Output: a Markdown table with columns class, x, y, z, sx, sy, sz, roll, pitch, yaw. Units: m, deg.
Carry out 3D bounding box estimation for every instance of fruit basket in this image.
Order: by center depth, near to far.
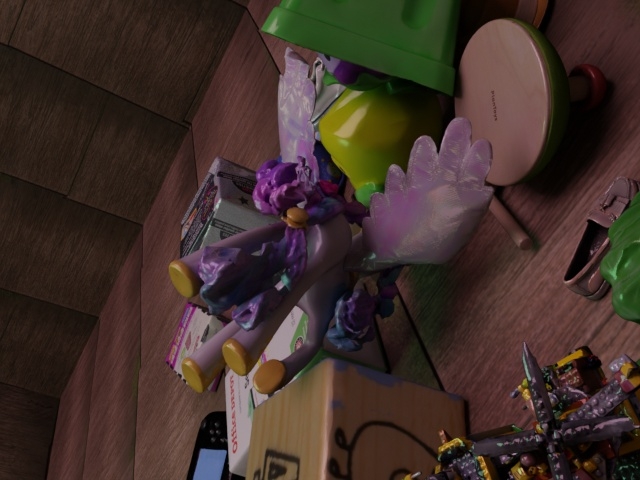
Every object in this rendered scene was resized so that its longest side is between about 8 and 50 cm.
| class | x | y | z | sx | sy | sz | roll | pitch | yaw |
| --- | --- | --- | --- | --- | --- | --- | --- | --- | --- |
| fruit basket | 0.060 | -0.227 | 1.026 | 0.392 | 0.283 | 0.392 | -162 | 90 | -87 |

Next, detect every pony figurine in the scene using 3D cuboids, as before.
| class | x | y | z | sx | sy | sz | roll | pitch | yaw |
| --- | --- | --- | --- | --- | --- | --- | --- | --- | --- |
| pony figurine | 0.000 | 0.000 | 0.859 | 0.363 | 0.303 | 0.351 | -37 | -31 | -32 |

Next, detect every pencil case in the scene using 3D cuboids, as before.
| class | x | y | z | sx | sy | sz | roll | pitch | yaw |
| --- | --- | --- | --- | --- | --- | --- | --- | --- | --- |
| pencil case | -0.076 | -0.087 | 1.435 | 0.306 | 0.133 | 0.119 | -37 | 56 | 53 |

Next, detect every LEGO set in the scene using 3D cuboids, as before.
| class | x | y | z | sx | sy | sz | roll | pitch | yaw |
| --- | --- | --- | --- | --- | --- | --- | --- | --- | --- |
| LEGO set | 0.148 | 0.238 | 0.442 | 0.255 | 0.192 | 0.331 | -37 | 61 | 50 |

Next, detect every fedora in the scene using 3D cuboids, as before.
| class | x | y | z | sx | sy | sz | roll | pitch | yaw |
| --- | --- | --- | --- | --- | --- | --- | --- | --- | --- |
| fedora | 0.231 | -0.313 | 1.011 | 0.194 | 0.079 | 0.194 | -48 | 30 | 39 |

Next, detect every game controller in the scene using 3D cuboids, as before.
| class | x | y | z | sx | sy | sz | roll | pitch | yaw |
| --- | --- | --- | --- | --- | --- | --- | --- | --- | --- |
| game controller | -0.203 | 0.468 | 1.316 | 0.166 | 0.067 | 0.319 | -26 | 48 | 58 |

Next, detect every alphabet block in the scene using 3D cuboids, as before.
| class | x | y | z | sx | sy | sz | roll | pitch | yaw |
| --- | --- | --- | --- | --- | --- | --- | --- | --- | --- |
| alphabet block | 0.035 | 0.270 | 0.802 | 0.193 | 0.192 | 0.197 | -46 | 33 | 47 |

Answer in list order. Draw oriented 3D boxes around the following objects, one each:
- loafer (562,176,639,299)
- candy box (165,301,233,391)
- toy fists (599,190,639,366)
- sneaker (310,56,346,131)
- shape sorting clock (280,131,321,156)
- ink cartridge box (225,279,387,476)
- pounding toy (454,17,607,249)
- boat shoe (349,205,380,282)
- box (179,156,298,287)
| class | x | y | z | sx | sy | sz | roll | pitch | yaw |
| --- | --- | --- | --- | --- | --- | --- | --- | --- | --- |
| loafer | 0.271 | -0.006 | 0.705 | 0.045 | 0.039 | 0.125 | 16 | 86 | 68 |
| candy box | -0.274 | 0.237 | 1.668 | 0.233 | 0.071 | 0.159 | 9 | 78 | 67 |
| toy fists | 0.291 | 0.061 | 0.534 | 0.142 | 0.096 | 0.279 | -35 | 42 | 44 |
| sneaker | 0.035 | -0.328 | 1.422 | 0.258 | 0.091 | 0.094 | -49 | 30 | 19 |
| shape sorting clock | -0.034 | -0.213 | 1.566 | 0.206 | 0.040 | 0.206 | -48 | 30 | 41 |
| ink cartridge box | -0.035 | 0.203 | 1.105 | 0.278 | 0.117 | 0.201 | -57 | 25 | 27 |
| pounding toy | 0.243 | -0.133 | 0.836 | 0.183 | 0.110 | 0.237 | -128 | 35 | -56 |
| boat shoe | 0.065 | 0.000 | 1.068 | 0.049 | 0.137 | 0.043 | -26 | 33 | -3 |
| box | -0.096 | -0.009 | 1.257 | 0.163 | 0.247 | 0.142 | -56 | 27 | 28 |
